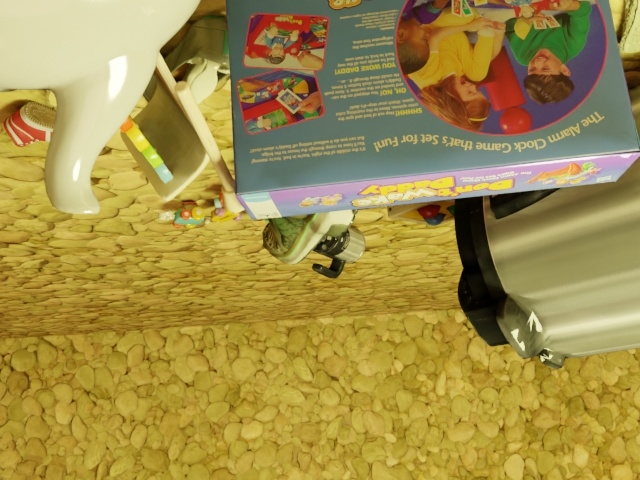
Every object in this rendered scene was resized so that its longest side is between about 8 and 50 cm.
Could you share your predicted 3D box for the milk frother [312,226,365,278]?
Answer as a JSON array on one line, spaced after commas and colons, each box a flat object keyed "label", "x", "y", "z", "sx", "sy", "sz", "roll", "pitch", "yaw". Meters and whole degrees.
[{"label": "milk frother", "x": 0.000, "y": 0.000, "z": 1.518, "sx": 0.143, "sy": 0.129, "sz": 0.135, "roll": 37, "pitch": -174, "yaw": 29}]

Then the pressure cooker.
[{"label": "pressure cooker", "x": 0.401, "y": -0.008, "z": 1.036, "sx": 0.370, "sy": 0.375, "sz": 0.420, "roll": 6, "pitch": 161, "yaw": -43}]

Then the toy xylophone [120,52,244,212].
[{"label": "toy xylophone", "x": -0.177, "y": -0.138, "z": 0.649, "sx": 0.081, "sy": 0.236, "sz": 0.322, "roll": -35, "pitch": 149, "yaw": -6}]

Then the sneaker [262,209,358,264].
[{"label": "sneaker", "x": -0.053, "y": -0.084, "z": 1.170, "sx": 0.182, "sy": 0.158, "sz": 0.410, "roll": 31, "pitch": 158, "yaw": -10}]

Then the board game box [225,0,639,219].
[{"label": "board game box", "x": 0.091, "y": -0.157, "z": 0.655, "sx": 0.347, "sy": 0.233, "sz": 0.078, "roll": -5, "pitch": 165, "yaw": 5}]

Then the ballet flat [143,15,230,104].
[{"label": "ballet flat", "x": -0.157, "y": -0.181, "z": 0.807, "sx": 0.072, "sy": 0.068, "sz": 0.213, "roll": 5, "pitch": 163, "yaw": -31}]

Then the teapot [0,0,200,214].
[{"label": "teapot", "x": -0.207, "y": -0.183, "z": 0.405, "sx": 0.187, "sy": 0.256, "sz": 0.252, "roll": -37, "pitch": 143, "yaw": 15}]

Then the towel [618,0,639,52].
[{"label": "towel", "x": 0.396, "y": -0.255, "z": 0.780, "sx": 0.110, "sy": 0.027, "sz": 0.148, "roll": -10, "pitch": 164, "yaw": 16}]

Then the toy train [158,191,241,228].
[{"label": "toy train", "x": -0.208, "y": -0.066, "z": 1.276, "sx": 0.166, "sy": 0.046, "sz": 0.125, "roll": -10, "pitch": 163, "yaw": 9}]

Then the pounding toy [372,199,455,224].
[{"label": "pounding toy", "x": 0.159, "y": -0.075, "z": 1.249, "sx": 0.181, "sy": 0.094, "sz": 0.206, "roll": 8, "pitch": 160, "yaw": -39}]

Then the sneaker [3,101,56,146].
[{"label": "sneaker", "x": -0.365, "y": -0.143, "z": 0.936, "sx": 0.067, "sy": 0.042, "sz": 0.118, "roll": -18, "pitch": 153, "yaw": 29}]
